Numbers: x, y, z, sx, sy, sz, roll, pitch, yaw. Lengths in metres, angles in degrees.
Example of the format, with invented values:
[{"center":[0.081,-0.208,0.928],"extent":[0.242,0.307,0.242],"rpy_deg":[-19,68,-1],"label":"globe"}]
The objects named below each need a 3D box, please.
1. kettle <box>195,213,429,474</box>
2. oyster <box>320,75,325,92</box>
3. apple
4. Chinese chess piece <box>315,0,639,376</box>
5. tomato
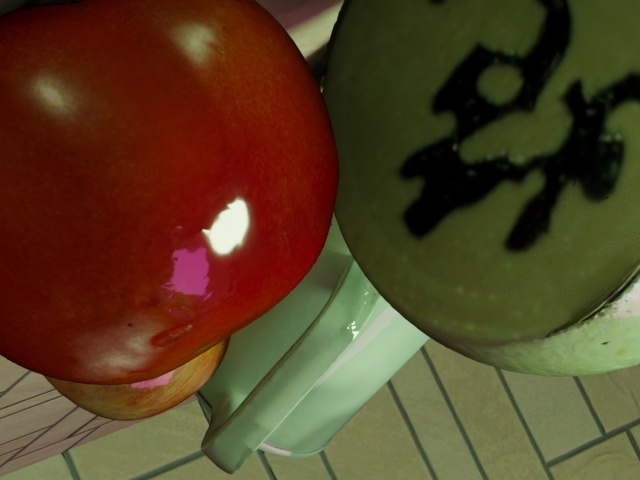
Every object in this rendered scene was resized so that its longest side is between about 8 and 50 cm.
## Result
[{"center":[0.025,0.053,1.792],"extent":[0.205,0.265,0.318],"rpy_deg":[22,124,-33],"label":"kettle"},{"center":[0.061,-0.145,1.603],"extent":[0.345,0.079,0.128],"rpy_deg":[-37,175,40],"label":"oyster"},{"center":[-0.167,0.059,1.703],"extent":[0.164,0.209,0.209],"rpy_deg":[-35,169,13],"label":"apple"},{"center":[0.157,-0.084,1.303],"extent":[0.349,0.349,0.146],"rpy_deg":[-32,154,34],"label":"Chinese chess piece"},{"center":[-0.120,-0.033,1.218],"extent":[0.298,0.226,0.298],"rpy_deg":[-27,169,-6],"label":"tomato"}]
